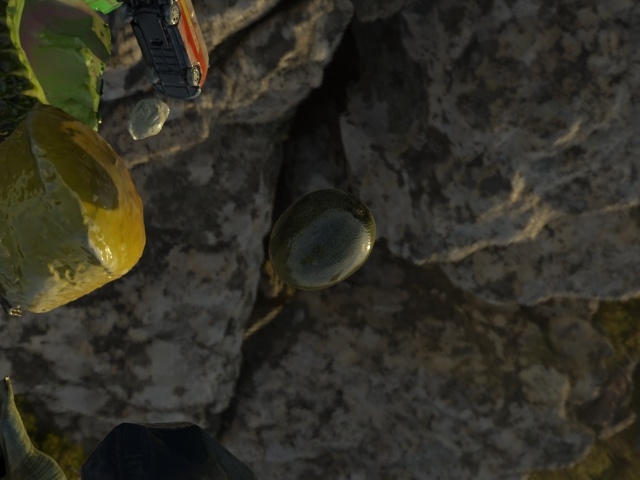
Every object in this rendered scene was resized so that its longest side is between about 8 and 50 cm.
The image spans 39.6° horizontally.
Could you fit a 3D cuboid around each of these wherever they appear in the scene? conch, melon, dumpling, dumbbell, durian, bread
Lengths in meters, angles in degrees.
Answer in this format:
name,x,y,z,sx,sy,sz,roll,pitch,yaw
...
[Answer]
name,x,y,z,sx,sy,sz,roll,pitch,yaw
conch,-0.361,0.301,1.052,0.137,0.234,0.114,-33,155,2
melon,0.000,0.000,0.929,0.098,0.098,0.131,18,141,-32
dumpling,-0.314,-0.222,1.610,0.076,0.052,0.057,-21,146,9
dumbbell,-0.186,0.299,0.722,0.325,0.144,0.160,-52,148,13
durian,-0.334,-0.220,1.087,0.169,0.355,0.157,6,136,-22
bread,-0.274,-0.031,0.908,0.170,0.197,0.197,-31,132,11

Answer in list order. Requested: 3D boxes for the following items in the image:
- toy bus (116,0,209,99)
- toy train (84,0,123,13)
name,x,y,z,sx,sy,sz,roll,pitch,yaw
toy bus,-0.197,-0.269,1.156,0.079,0.077,0.174,6,143,18
toy train,-0.369,-0.494,1.476,0.188,0.132,0.243,-32,158,-2
